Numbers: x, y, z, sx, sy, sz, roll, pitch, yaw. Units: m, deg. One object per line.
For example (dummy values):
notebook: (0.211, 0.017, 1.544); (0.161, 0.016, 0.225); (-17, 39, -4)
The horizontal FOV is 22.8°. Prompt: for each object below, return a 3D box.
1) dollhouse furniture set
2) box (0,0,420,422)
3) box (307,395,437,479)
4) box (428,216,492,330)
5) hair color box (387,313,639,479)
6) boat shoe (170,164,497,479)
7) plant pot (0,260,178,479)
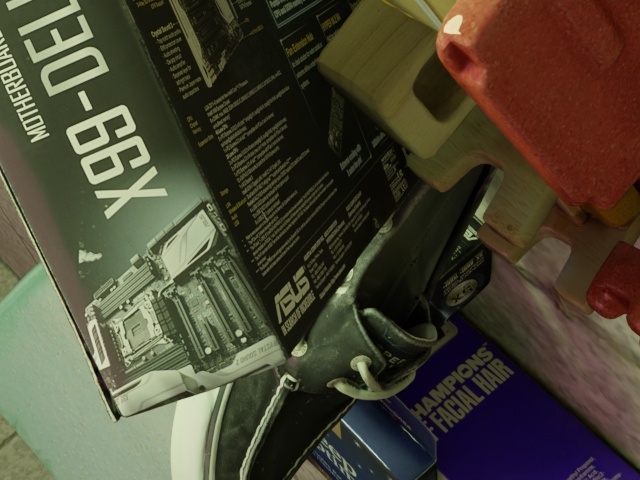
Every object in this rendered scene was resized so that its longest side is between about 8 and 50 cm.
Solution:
dollhouse furniture set: (0.106, -0.080, 0.608); (0.201, 0.152, 0.374); (38, 179, 38)
box: (-0.052, -0.097, 0.679); (0.242, 0.076, 0.307); (66, -159, -11)
box: (0.030, 0.149, 1.141); (0.136, 0.036, 0.225); (44, 162, 26)
box: (0.000, 0.000, 1.049); (0.180, 0.147, 0.077); (44, 164, 22)
hair color box: (0.161, 0.204, 1.159); (0.339, 0.110, 0.185); (41, 163, 29)
boat shoe: (0.015, 0.044, 0.896); (0.102, 0.301, 0.108); (32, -169, 31)
plant pot: (-0.091, 0.066, 1.271); (0.248, 0.247, 0.252); (48, 133, 8)
